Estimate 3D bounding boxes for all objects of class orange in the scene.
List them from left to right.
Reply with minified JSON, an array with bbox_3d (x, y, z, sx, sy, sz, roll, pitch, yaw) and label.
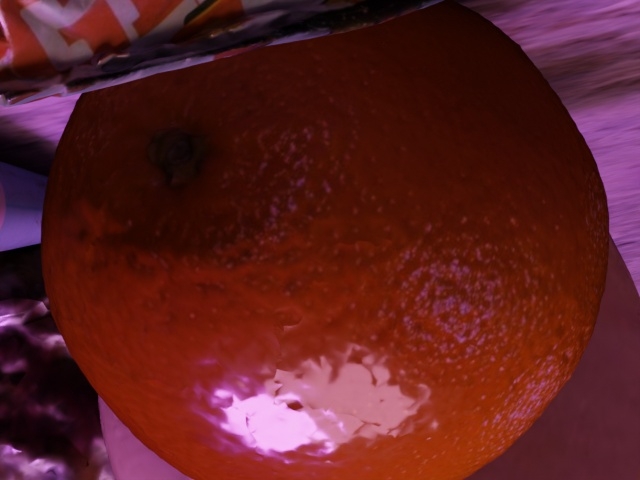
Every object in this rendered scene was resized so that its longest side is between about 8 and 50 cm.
[{"bbox_3d":[0.000,0.000,0.688,0.206,0.206,0.206,-9,170,-2],"label":"orange"}]

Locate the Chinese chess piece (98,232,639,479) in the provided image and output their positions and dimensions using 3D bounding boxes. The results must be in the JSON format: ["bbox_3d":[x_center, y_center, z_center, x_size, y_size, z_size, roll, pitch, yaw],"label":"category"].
[{"bbox_3d":[0.026,0.062,0.856,0.251,0.250,0.097,-4,165,-28],"label":"Chinese chess piece"}]

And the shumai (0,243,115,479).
[{"bbox_3d":[-0.173,0.179,1.046,0.395,0.348,0.395,-7,168,-1],"label":"shumai"}]

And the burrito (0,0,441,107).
[{"bbox_3d":[-0.050,-0.085,0.458,0.288,0.104,0.054,-18,-139,-41],"label":"burrito"}]

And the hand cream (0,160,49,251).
[{"bbox_3d":[-0.172,-0.010,0.809,0.111,0.070,0.312,-8,175,11],"label":"hand cream"}]
